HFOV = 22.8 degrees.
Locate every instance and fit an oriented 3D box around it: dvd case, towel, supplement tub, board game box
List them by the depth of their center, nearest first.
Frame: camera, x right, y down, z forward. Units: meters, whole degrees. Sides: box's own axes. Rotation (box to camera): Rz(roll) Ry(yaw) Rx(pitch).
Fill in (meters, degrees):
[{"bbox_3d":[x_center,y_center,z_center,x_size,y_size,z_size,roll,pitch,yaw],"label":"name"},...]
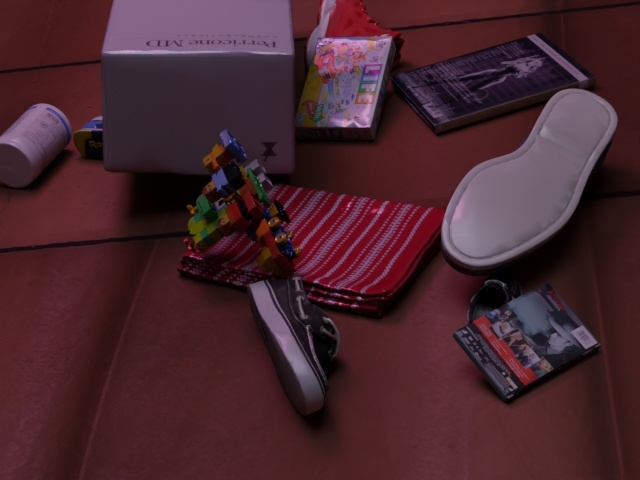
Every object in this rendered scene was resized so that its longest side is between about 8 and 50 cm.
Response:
[{"bbox_3d":[0.201,0.098,1.547,0.119,0.013,0.087,-27,62,-23],"label":"dvd case"},{"bbox_3d":[0.000,0.000,1.777,0.274,0.031,0.199,10,37,30],"label":"towel"},{"bbox_3d":[0.032,-0.196,2.031,0.103,0.026,0.154,1,55,18],"label":"board game box"},{"bbox_3d":[-0.373,-0.123,2.040,0.071,0.071,0.107,5,35,23],"label":"supplement tub"},{"bbox_3d":[0.220,-0.206,2.050,0.221,0.018,0.164,-18,32,-10],"label":"dvd case"}]

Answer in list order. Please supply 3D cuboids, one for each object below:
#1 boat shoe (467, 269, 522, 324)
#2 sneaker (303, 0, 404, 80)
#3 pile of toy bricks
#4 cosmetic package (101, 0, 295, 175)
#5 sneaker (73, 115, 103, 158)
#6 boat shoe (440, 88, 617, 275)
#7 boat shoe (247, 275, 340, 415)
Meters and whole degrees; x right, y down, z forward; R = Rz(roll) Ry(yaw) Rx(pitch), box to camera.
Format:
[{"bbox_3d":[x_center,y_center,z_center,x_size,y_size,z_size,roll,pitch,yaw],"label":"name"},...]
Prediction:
[{"bbox_3d":[0.176,0.062,1.619,0.046,0.038,0.125,5,35,23],"label":"boat shoe"},{"bbox_3d":[0.059,-0.285,2.181,0.128,0.087,0.221,7,47,11],"label":"sneaker"},{"bbox_3d":[-0.106,-0.027,1.739,0.105,0.118,0.212,-38,36,9],"label":"pile of toy bricks"},{"bbox_3d":[-0.150,-0.249,2.031,0.230,0.162,0.453,0,28,-3],"label":"cosmetic package"},{"bbox_3d":[-0.247,-0.138,2.045,0.144,0.053,0.059,6,33,22],"label":"sneaker"},{"bbox_3d":[0.226,-0.046,1.740,0.116,0.099,0.319,32,50,13],"label":"boat shoe"},{"bbox_3d":[-0.018,0.094,1.587,0.070,0.078,0.219,-16,31,-7],"label":"boat shoe"}]
